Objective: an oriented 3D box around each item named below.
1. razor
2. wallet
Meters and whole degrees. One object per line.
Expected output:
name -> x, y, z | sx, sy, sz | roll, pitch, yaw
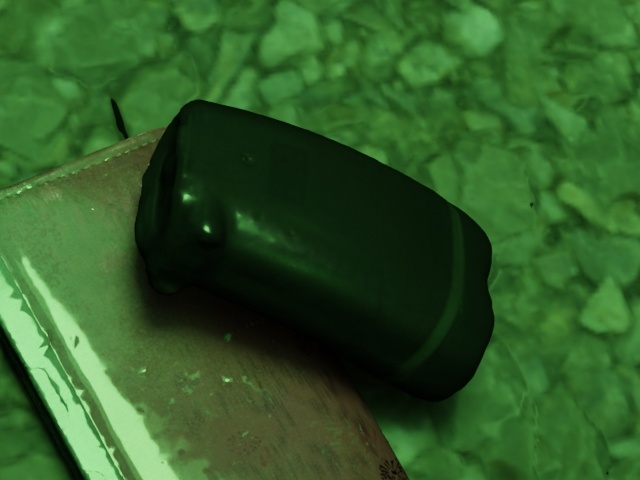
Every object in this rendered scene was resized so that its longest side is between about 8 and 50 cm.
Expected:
razor -> 0.000, 0.000, 0.772 | 0.148, 0.054, 0.090 | 25, 41, -22
wallet -> -0.044, 0.065, 0.767 | 0.119, 0.025, 0.232 | -24, 73, -24
